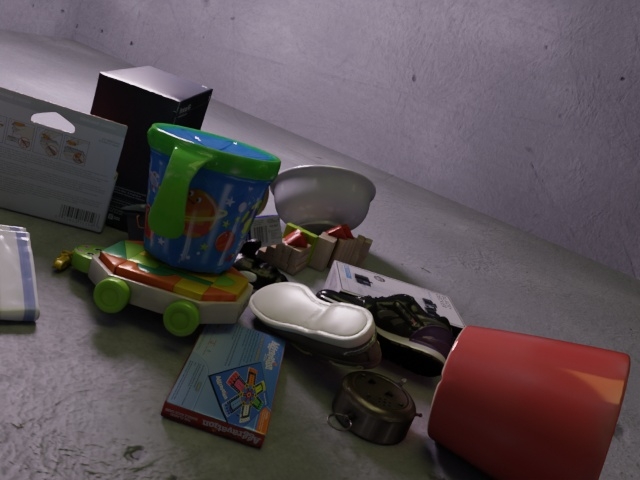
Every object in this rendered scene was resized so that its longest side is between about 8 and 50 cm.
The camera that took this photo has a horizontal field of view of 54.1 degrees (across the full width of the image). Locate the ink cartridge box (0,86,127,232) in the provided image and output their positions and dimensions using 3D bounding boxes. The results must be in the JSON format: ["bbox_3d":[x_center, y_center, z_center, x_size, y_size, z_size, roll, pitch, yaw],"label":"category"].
[{"bbox_3d":[-0.544,-0.163,1.247,0.275,0.239,0.060,16,18,-16],"label":"ink cartridge box"}]

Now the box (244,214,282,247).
[{"bbox_3d":[-0.178,-0.018,1.428,0.137,0.072,0.126,-2,5,29],"label":"box"}]

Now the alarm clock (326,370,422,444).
[{"bbox_3d":[0.077,0.264,0.992,0.129,0.064,0.192,32,24,31],"label":"alarm clock"}]

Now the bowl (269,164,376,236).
[{"bbox_3d":[0.003,-0.081,1.707,0.298,0.134,0.298,2,-20,1],"label":"bowl"}]

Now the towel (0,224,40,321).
[{"bbox_3d":[-0.566,0.041,0.914,0.285,0.034,0.209,5,38,-36],"label":"towel"}]

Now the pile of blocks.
[{"bbox_3d":[0.000,0.000,1.595,0.149,0.112,0.362,34,22,36],"label":"pile of blocks"}]

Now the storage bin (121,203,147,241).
[{"bbox_3d":[-0.331,-0.019,1.267,0.135,0.091,0.098,6,11,17],"label":"storage bin"}]

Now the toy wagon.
[{"bbox_3d":[-0.297,0.063,1.103,0.344,0.068,0.267,18,12,2],"label":"toy wagon"}]

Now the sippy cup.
[{"bbox_3d":[-0.210,-0.070,1.119,0.240,0.224,0.305,28,17,39],"label":"sippy cup"}]

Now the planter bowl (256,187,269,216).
[{"bbox_3d":[-0.234,-0.135,1.695,0.162,0.162,0.109,4,-3,-42],"label":"planter bowl"}]

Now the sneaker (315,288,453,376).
[{"bbox_3d":[0.124,0.153,1.230,0.283,0.107,0.124,27,54,-2],"label":"sneaker"}]

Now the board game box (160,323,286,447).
[{"bbox_3d":[-0.137,0.206,0.972,0.145,0.027,0.281,18,17,-3],"label":"board game box"}]

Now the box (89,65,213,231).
[{"bbox_3d":[-0.408,-0.224,1.464,0.179,0.312,0.343,20,17,-5],"label":"box"}]

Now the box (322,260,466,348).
[{"bbox_3d":[0.155,0.151,1.364,0.290,0.087,0.169,19,18,-8],"label":"box"}]

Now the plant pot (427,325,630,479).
[{"bbox_3d":[0.315,0.264,0.979,0.243,0.275,0.275,17,15,23],"label":"plant pot"}]

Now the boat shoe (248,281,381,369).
[{"bbox_3d":[-0.017,0.153,1.129,0.305,0.091,0.109,13,47,46],"label":"boat shoe"}]

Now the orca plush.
[{"bbox_3d":[-0.145,0.052,1.293,0.287,0.102,0.151,28,19,22],"label":"orca plush"}]
